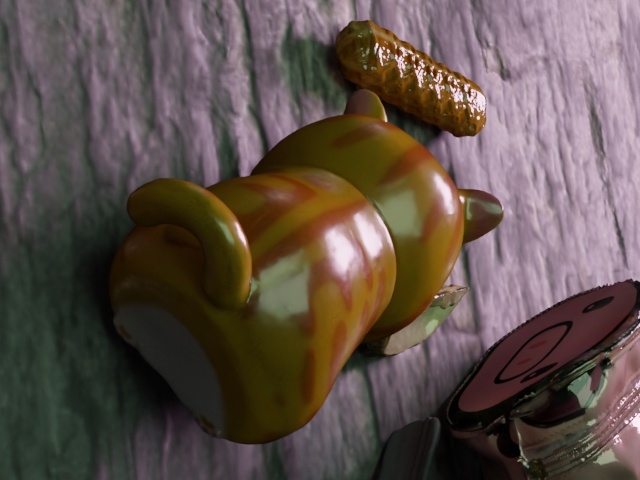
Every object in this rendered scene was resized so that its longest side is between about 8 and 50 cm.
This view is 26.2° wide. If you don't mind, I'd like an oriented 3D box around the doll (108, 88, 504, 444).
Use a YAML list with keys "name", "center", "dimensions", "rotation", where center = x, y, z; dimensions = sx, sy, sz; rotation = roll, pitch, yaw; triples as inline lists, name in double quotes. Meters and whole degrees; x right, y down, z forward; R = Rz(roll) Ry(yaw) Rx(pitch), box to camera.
- name: "doll"
  center: [-0.015, 0.013, 0.897]
  dimensions: [0.167, 0.162, 0.269]
  rotation: [49, 37, 4]

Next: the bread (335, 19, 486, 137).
- name: "bread"
  center: [0.074, -0.126, 1.090]
  dimensions: [0.157, 0.044, 0.052]
  rotation: [23, 58, -38]

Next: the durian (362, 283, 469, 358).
- name: "durian"
  center: [0.067, 0.061, 1.021]
  dimensions: [0.130, 0.066, 0.052]
  rotation: [-20, 102, -54]

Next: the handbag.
- name: "handbag"
  center: [0.189, 0.130, 1.045]
  dimensions: [0.205, 0.179, 0.116]
  rotation: [-37, 98, -43]

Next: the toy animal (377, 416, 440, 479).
- name: "toy animal"
  center: [0.022, 0.293, 0.904]
  dimensions: [0.205, 0.081, 0.367]
  rotation: [18, 65, -52]
